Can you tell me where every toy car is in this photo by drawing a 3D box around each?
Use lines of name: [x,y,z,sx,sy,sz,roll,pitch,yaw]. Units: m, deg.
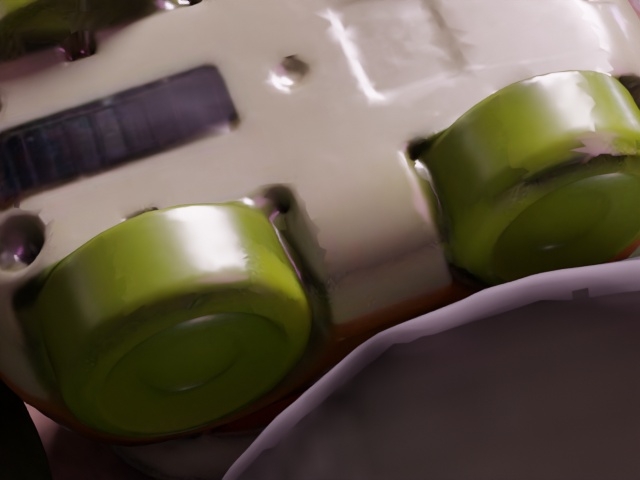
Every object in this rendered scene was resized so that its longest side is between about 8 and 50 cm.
toy car: [0.000,0.000,0.615,0.235,0.235,0.145,15,41,-45]

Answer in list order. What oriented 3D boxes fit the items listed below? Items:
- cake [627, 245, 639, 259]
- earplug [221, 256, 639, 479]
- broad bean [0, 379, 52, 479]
cake: [0.165,-0.014,0.854,0.100,0.235,0.099,50,16,-6]
earplug: [0.176,0.144,0.564,0.313,0.312,0.394,54,28,15]
broad bean: [-0.130,0.071,0.513,0.153,0.072,0.207,31,18,-34]
